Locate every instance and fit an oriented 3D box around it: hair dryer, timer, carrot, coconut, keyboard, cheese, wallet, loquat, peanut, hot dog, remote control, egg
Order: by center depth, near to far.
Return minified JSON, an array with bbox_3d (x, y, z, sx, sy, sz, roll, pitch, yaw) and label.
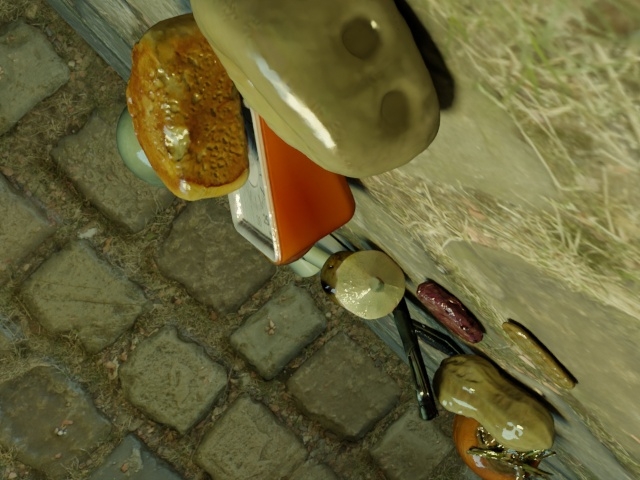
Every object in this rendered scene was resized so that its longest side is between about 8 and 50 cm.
[{"bbox_3d":[-0.007,-0.149,0.559,0.235,0.117,0.218,48,176,-3],"label":"cheese"},{"bbox_3d":[-0.193,-0.193,0.962,0.153,0.150,0.256,22,125,55],"label":"hot dog"},{"bbox_3d":[-0.084,-0.127,1.060,0.257,0.161,0.249,32,149,64],"label":"timer"},{"bbox_3d":[0.357,0.335,1.380,0.313,0.149,0.149,34,169,51],"label":"peanut"},{"bbox_3d":[0.101,0.091,1.384,0.147,0.147,0.153,45,177,-2],"label":"coconut"},{"bbox_3d":[0.202,0.235,1.503,0.172,0.045,0.317,62,-167,-56],"label":"wallet"},{"bbox_3d":[0.425,0.481,1.577,0.193,0.214,0.331,21,169,2],"label":"carrot"},{"bbox_3d":[0.073,0.097,1.619,0.163,0.137,0.163,28,157,13],"label":"loquat"},{"bbox_3d":[-0.401,-0.265,1.726,0.258,0.258,0.352,45,172,-9],"label":"egg"},{"bbox_3d":[0.303,0.264,1.755,0.106,0.027,0.317,45,175,-8],"label":"keyboard"},{"bbox_3d":[0.000,0.000,1.820,0.313,0.055,0.109,40,173,29],"label":"remote control"},{"bbox_3d":[-0.003,0.055,2.021,0.362,0.128,0.203,28,164,43],"label":"hair dryer"}]

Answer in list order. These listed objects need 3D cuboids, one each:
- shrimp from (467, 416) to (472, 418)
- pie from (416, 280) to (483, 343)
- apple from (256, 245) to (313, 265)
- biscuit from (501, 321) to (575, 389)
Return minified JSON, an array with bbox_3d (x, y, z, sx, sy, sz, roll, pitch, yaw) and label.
[{"bbox_3d":[0.398,0.351,1.490,0.178,0.124,0.034,-12,122,28],"label":"shrimp"},{"bbox_3d":[0.239,0.133,1.227,0.154,0.036,0.154,43,174,6],"label":"pie"},{"bbox_3d":[-0.092,-0.041,1.594,0.188,0.174,0.188,44,171,9],"label":"apple"},{"bbox_3d":[0.328,0.173,0.992,0.147,0.018,0.071,44,173,-9],"label":"biscuit"}]
